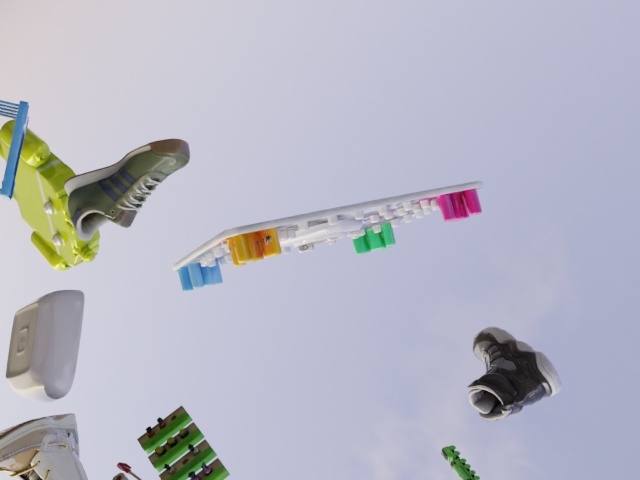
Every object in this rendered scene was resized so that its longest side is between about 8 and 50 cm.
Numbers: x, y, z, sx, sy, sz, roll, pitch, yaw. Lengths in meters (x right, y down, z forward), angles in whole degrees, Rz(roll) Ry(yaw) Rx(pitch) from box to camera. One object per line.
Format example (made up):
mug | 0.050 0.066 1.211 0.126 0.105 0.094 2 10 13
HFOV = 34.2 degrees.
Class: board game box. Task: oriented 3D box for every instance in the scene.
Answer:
board game box | 0.000 0.000 1.589 0.390 0.390 0.050 154 -76 -69

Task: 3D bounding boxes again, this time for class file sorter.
file sorter | -0.434 -0.120 1.324 0.170 0.105 0.118 -178 -81 -74

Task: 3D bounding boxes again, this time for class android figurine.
android figurine | -0.422 -0.063 1.600 0.056 0.248 0.273 -29 -132 -28

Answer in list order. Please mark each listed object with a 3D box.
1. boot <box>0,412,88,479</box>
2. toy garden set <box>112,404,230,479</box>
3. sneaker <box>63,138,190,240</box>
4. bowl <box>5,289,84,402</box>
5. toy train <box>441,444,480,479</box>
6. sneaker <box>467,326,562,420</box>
boot | -0.331 0.297 1.239 0.077 0.165 0.213 -20 173 10
toy garden set | -0.300 0.413 1.899 0.204 0.049 0.244 -37 -149 -10
sneaker | -0.241 -0.057 1.315 0.192 0.064 0.086 -19 -112 25
bowl | -0.355 0.132 1.322 0.142 0.053 0.142 -18 -117 51
toy train | 0.201 0.325 1.494 0.083 0.024 0.017 -130 -144 -50
sneaker | 0.335 0.259 2.017 0.153 0.101 0.268 -31 -159 -14
